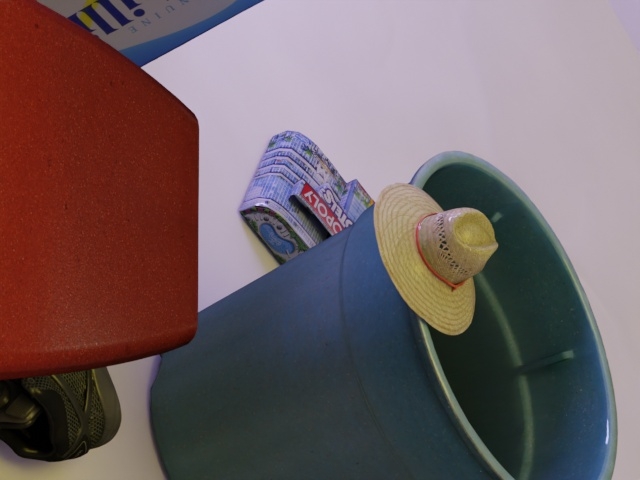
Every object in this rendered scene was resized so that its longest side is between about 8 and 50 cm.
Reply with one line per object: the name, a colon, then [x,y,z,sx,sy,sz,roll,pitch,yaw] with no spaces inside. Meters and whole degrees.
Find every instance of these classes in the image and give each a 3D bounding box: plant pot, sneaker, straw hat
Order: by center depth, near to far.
plant pot: [-0.232,-0.016,1.269,0.235,0.267,0.267,9,76,-45]
straw hat: [0.110,0.004,1.418,0.144,0.061,0.144,36,40,-39]
sneaker: [-0.250,0.079,1.435,0.130,0.087,0.228,-24,95,-66]
plant pot: [0.045,0.134,1.615,0.341,0.334,0.341,35,43,-41]

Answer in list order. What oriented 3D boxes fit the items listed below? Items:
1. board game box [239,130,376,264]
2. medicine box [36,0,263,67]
board game box: [0.000,0.000,1.907,0.194,0.060,0.194,51,33,-24]
medicine box: [-0.229,-0.289,1.548,0.289,0.263,0.149,34,44,-42]
